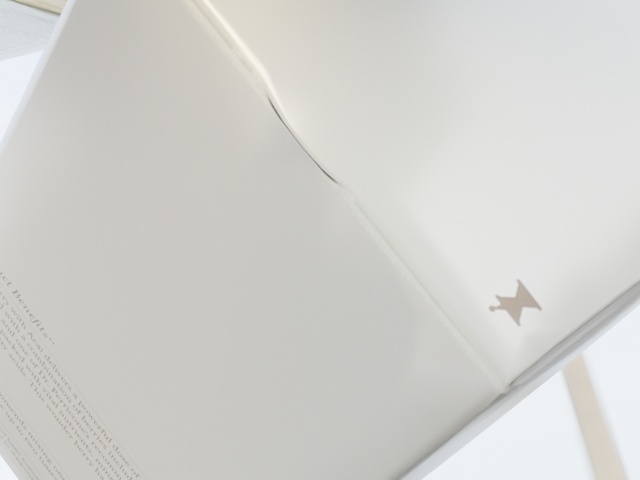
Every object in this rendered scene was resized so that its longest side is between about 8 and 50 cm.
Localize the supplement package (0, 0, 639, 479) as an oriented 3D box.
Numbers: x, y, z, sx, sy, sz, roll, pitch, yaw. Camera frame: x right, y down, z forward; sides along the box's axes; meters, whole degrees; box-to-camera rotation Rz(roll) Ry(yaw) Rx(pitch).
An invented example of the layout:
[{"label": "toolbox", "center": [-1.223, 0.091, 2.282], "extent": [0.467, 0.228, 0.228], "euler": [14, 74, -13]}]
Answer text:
[{"label": "supplement package", "center": [0.000, 0.000, 0.636], "extent": [0.175, 0.177, 0.293], "euler": [-32, -9, -34]}]

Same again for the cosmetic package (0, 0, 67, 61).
[{"label": "cosmetic package", "center": [-0.225, -0.199, 1.128], "extent": [0.153, 0.129, 0.296], "euler": [15, -6, -27]}]
